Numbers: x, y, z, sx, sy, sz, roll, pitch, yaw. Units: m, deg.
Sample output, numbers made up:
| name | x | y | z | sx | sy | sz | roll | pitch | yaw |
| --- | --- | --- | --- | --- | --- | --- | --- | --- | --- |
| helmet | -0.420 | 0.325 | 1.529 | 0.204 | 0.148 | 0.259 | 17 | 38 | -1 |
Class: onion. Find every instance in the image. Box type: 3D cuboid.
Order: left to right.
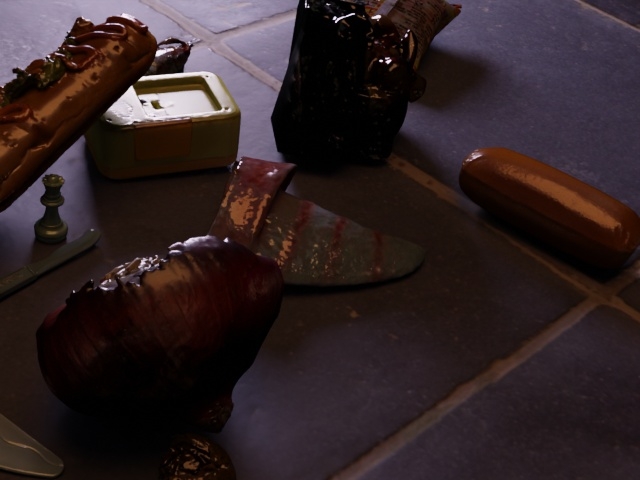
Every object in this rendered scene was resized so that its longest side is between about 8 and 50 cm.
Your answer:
| name | x | y | z | sx | sy | sz | roll | pitch | yaw |
| --- | --- | --- | --- | --- | --- | --- | --- | --- | --- |
| onion | -0.154 | 0.111 | 1.136 | 0.272 | 0.272 | 0.195 | -16 | 82 | -31 |

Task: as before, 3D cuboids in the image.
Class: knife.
| name | x | y | z | sx | sy | sz | roll | pitch | yaw |
| --- | --- | --- | --- | --- | --- | --- | --- | --- | --- |
| knife | -0.400 | 0.155 | 1.143 | 0.331 | 0.044 | 0.080 | 35 | 42 | 23 |
| knife | -0.343 | 0.035 | 1.330 | 0.028 | 0.015 | 0.210 | 36 | 43 | 19 |

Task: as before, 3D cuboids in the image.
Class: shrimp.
| name | x | y | z | sx | sy | sz | roll | pitch | yaw |
| --- | --- | --- | --- | --- | --- | --- | --- | --- | --- |
| shrimp | -0.248 | -0.275 | 1.724 | 0.073 | 0.074 | 0.190 | 8 | 38 | 29 |

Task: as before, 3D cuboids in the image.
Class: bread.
| name | x | y | z | sx | sy | sz | roll | pitch | yaw |
| --- | --- | --- | --- | --- | --- | --- | --- | --- | --- |
| bread | -0.124 | 0.237 | 1.084 | 0.082 | 0.060 | 0.113 | 11 | 35 | 3 |

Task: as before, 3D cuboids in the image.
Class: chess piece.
| name | x | y | z | sx | sy | sz | roll | pitch | yaw |
| --- | --- | --- | --- | --- | --- | --- | --- | --- | --- |
| chess piece | -0.331 | -0.043 | 1.369 | 0.042 | 0.093 | 0.042 | 9 | 37 | -7 |

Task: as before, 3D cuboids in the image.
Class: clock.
| name | x | y | z | sx | sy | sz | roll | pitch | yaw |
| --- | --- | --- | --- | --- | --- | --- | --- | --- | --- |
| clock | -0.223 | -0.163 | 1.556 | 0.202 | 0.096 | 0.143 | -8 | 43 | -22 |

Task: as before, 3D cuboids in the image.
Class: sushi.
| name | x | y | z | sx | sy | sz | roll | pitch | yaw |
| --- | --- | --- | --- | --- | --- | --- | --- | --- | --- |
| sushi | 0.046 | -0.238 | 1.665 | 0.213 | 0.215 | 0.227 | 13 | 16 | -6 |

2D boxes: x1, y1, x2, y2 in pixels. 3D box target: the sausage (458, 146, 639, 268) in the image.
| name | x | y | z | sx | sy | sz | roll | pitch | yaw |
| --- | --- | --- | --- | --- | --- | --- | --- | --- | --- |
| sausage | 0.320 | -0.051 | 1.551 | 0.274 | 0.105 | 0.105 | 29 | 40 | 22 |

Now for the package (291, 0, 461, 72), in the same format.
| name | x | y | z | sx | sy | sz | roll | pitch | yaw |
| --- | --- | --- | --- | --- | --- | --- | --- | --- | --- |
| package | 0.105 | -0.383 | 1.928 | 0.223 | 0.108 | 0.288 | 20 | 40 | 13 |

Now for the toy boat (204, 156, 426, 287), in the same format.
| name | x | y | z | sx | sy | sz | roll | pitch | yaw |
| --- | --- | --- | --- | --- | --- | --- | --- | --- | --- |
| toy boat | 0.000 | 0.000 | 1.432 | 0.282 | 0.096 | 0.206 | 22 | 43 | -7 |

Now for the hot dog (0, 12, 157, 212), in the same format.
| name | x | y | z | sx | sy | sz | roll | pitch | yaw |
| --- | --- | --- | --- | --- | --- | --- | --- | --- | --- |
| hot dog | -0.353 | -0.166 | 1.391 | 0.349 | 0.117 | 0.158 | -49 | 20 | -20 |

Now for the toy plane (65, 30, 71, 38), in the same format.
| name | x | y | z | sx | sy | sz | roll | pitch | yaw |
| --- | --- | --- | --- | --- | --- | --- | --- | --- | --- |
| toy plane | -0.345 | -0.299 | 1.720 | 0.160 | 0.082 | 0.234 | -6 | 31 | 22 |
